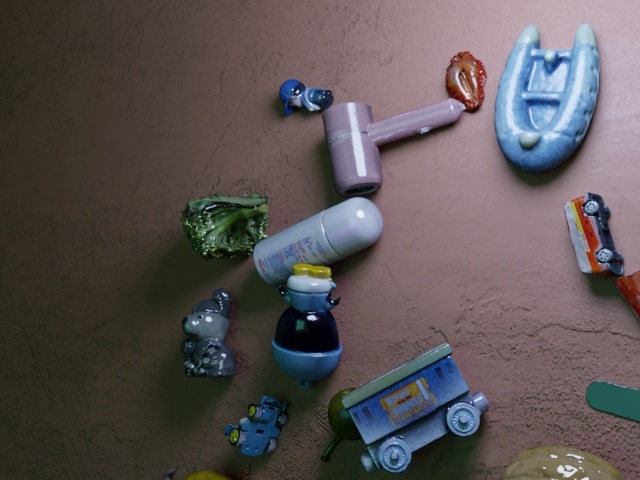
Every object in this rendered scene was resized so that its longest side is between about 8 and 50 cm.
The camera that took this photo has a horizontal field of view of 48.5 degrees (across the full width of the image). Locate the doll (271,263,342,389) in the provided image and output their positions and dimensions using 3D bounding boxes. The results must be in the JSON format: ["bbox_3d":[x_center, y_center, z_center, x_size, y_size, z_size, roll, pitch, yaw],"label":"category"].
[{"bbox_3d":[-0.029,0.215,1.732,0.177,0.141,0.314,9,103,20],"label":"doll"}]

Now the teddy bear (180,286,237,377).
[{"bbox_3d":[-0.321,0.265,1.932,0.171,0.144,0.251,-31,64,41],"label":"teddy bear"}]

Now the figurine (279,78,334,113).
[{"bbox_3d":[-0.043,-0.380,1.886,0.149,0.087,0.086,11,51,33],"label":"figurine"}]

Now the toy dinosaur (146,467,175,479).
[{"bbox_3d":[-0.432,0.752,1.973,0.251,0.072,0.199,-32,76,15],"label":"toy dinosaur"}]

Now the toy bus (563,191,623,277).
[{"bbox_3d":[0.550,-0.006,1.438,0.077,0.079,0.174,-21,72,38],"label":"toy bus"}]

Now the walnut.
[{"bbox_3d":[0.466,0.499,1.337,0.257,0.257,0.224,-2,114,33],"label":"walnut"}]

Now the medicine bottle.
[{"bbox_3d":[0.000,0.000,1.763,0.341,0.130,0.130,-25,70,29],"label":"medicine bottle"}]

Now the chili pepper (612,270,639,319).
[{"bbox_3d":[0.638,0.138,1.366,0.088,0.065,0.169,-26,73,29],"label":"chili pepper"}]

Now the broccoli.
[{"bbox_3d":[-0.230,-0.027,1.879,0.273,0.242,0.180,9,109,40],"label":"broccoli"}]

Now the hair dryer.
[{"bbox_3d":[0.180,-0.247,1.699,0.352,0.125,0.210,-15,76,25],"label":"hair dryer"}]

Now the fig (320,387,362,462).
[{"bbox_3d":[0.059,0.449,1.688,0.124,0.124,0.236,46,131,30],"label":"fig"}]

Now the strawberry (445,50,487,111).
[{"bbox_3d":[0.336,-0.372,1.650,0.104,0.048,0.152,-30,64,30],"label":"strawberry"}]

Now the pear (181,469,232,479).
[{"bbox_3d":[-0.299,0.694,1.807,0.209,0.209,0.208,-6,80,33],"label":"pear"}]

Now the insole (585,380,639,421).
[{"bbox_3d":[0.632,0.320,1.374,0.232,0.003,0.080,5,85,34],"label":"insole"}]

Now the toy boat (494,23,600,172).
[{"bbox_3d":[0.469,-0.309,1.508,0.215,0.123,0.330,14,89,33],"label":"toy boat"}]

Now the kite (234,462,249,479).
[{"bbox_3d":[-0.230,0.700,1.882,0.125,0.008,0.222,-9,78,32],"label":"kite"}]

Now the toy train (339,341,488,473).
[{"bbox_3d":[0.199,0.364,1.528,0.300,0.131,0.202,-27,74,-4],"label":"toy train"}]

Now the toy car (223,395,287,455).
[{"bbox_3d":[-0.167,0.461,1.818,0.098,0.126,0.161,26,92,51],"label":"toy car"}]
